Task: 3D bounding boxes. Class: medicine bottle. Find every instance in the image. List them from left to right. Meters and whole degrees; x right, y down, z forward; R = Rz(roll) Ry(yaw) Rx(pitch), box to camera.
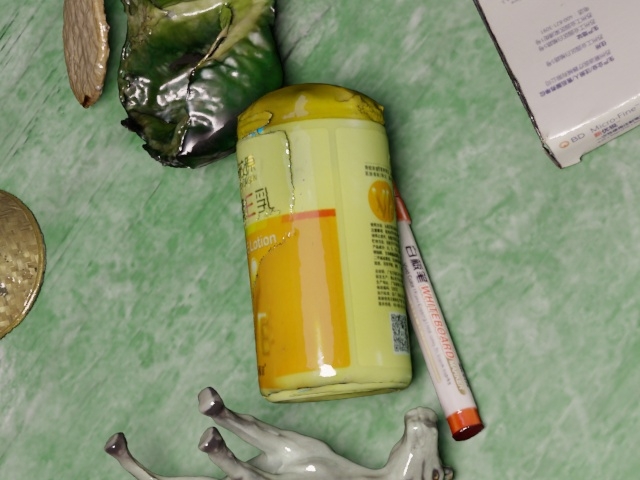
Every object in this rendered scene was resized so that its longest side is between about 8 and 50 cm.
[{"bbox_3d":[0.000,0.000,1.398,0.124,0.124,0.239,-10,79,20],"label":"medicine bottle"},{"bbox_3d":[0.227,-0.176,1.409,0.201,0.052,0.171,-29,66,12],"label":"medicine bottle"}]

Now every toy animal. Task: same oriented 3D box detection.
[{"bbox_3d":[-0.041,0.173,1.358,0.255,0.170,0.090,-16,43,23],"label":"toy animal"}]

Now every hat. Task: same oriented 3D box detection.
[{"bbox_3d":[-0.309,0.016,1.572,0.146,0.067,0.146,-7,72,21],"label":"hat"}]

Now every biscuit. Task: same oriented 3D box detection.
[{"bbox_3d":[-0.197,-0.170,1.565,0.015,0.120,0.120,-4,68,-22],"label":"biscuit"}]

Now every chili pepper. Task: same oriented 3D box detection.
[{"bbox_3d":[-0.099,-0.172,1.523,0.148,0.116,0.264,-8,68,-3],"label":"chili pepper"}]

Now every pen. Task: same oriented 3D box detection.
[{"bbox_3d":[0.074,0.039,1.426,0.028,0.028,0.239,-25,67,15],"label":"pen"}]
